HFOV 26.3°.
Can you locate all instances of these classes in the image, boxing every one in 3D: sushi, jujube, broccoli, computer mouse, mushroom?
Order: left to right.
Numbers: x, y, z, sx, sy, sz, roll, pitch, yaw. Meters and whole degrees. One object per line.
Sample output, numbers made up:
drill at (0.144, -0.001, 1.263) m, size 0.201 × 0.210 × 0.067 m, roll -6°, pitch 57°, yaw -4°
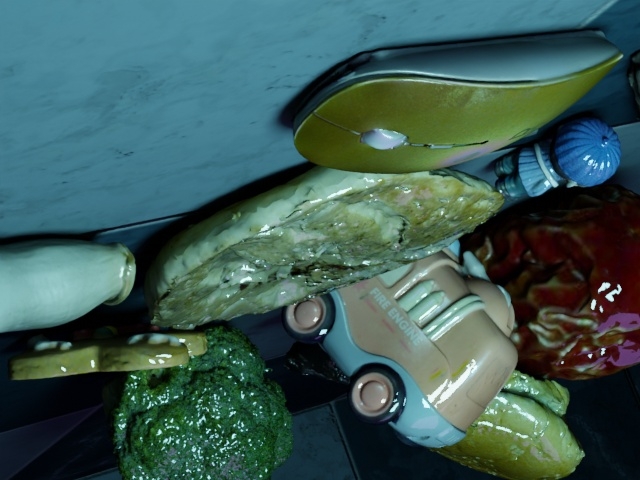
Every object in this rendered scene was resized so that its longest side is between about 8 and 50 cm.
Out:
mushroom at (-0.283, 0.041, 1.124) m, size 0.109 × 0.097 × 0.351 m, roll -24°, pitch 172°, yaw 29°
broccoli at (-0.183, 0.255, 1.904) m, size 0.283 × 0.321 × 0.304 m, roll 20°, pitch -148°, yaw 41°
sushi at (0.072, 0.121, 1.932) m, size 0.172 × 0.150 × 0.153 m, roll 18°, pitch -164°, yaw 28°
computer mouse at (0.122, -0.113, 1.146) m, size 0.310 × 0.072 × 0.158 m, roll -10°, pitch 163°, yaw -36°
jujube at (0.329, 0.065, 1.878) m, size 0.276 × 0.276 × 0.377 m, roll -11°, pitch -179°, yaw -37°

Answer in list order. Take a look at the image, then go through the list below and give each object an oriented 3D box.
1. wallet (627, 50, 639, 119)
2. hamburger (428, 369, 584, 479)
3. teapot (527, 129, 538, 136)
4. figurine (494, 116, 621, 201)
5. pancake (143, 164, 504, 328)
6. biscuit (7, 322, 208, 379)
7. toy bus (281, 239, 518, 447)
wallet at (0.409, -0.163, 1.425) m, size 0.165 × 0.042 × 0.309 m, roll -22°, pitch 163°, yaw 11°
hamburger at (0.250, 0.249, 1.852) m, size 0.211 × 0.132 × 0.309 m, roll 20°, pitch 167°, yaw 0°
teapot at (0.148, -0.105, 1.297) m, size 0.110 × 0.043 × 0.043 m, roll -17°, pitch 168°, yaw -2°
figurine at (0.260, -0.090, 1.500) m, size 0.149 × 0.086 × 0.087 m, roll -15°, pitch 150°, yaw 36°
pancake at (-0.001, 0.000, 1.423) m, size 0.387 × 0.082 × 0.387 m, roll -16°, pitch 167°, yaw -4°
biscuit at (-0.239, 0.118, 1.553) m, size 0.216 × 0.047 × 0.339 m, roll -4°, pitch 179°, yaw 2°
toy bus at (0.108, 0.103, 1.665) m, size 0.232 × 0.288 × 0.194 m, roll -42°, pitch 153°, yaw 8°
